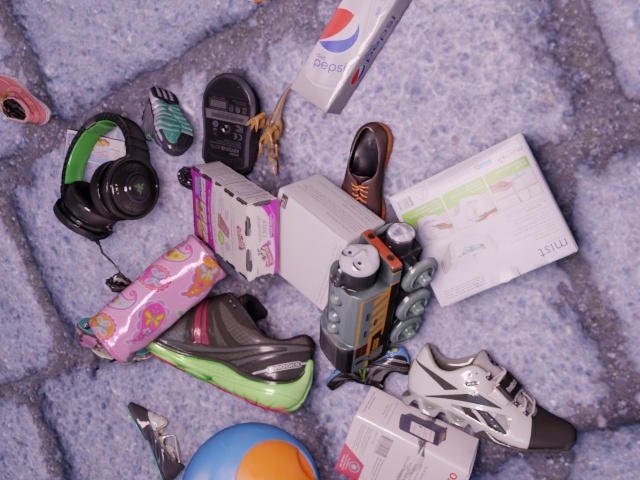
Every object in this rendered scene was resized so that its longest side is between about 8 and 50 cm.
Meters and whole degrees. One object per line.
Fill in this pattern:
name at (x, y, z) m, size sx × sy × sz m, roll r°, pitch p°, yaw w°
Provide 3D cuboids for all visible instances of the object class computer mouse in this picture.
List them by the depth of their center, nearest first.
computer mouse at (-0.192, -0.217, 1.433) m, size 0.188 × 0.072 × 0.272 m, roll 19°, pitch 115°, yaw 13°

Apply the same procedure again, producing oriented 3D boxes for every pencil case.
pencil case at (-0.323, 0.116, 1.368) m, size 0.284 × 0.124 × 0.124 m, roll -43°, pitch 82°, yaw -9°

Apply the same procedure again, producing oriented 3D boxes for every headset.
headset at (-0.431, -0.075, 1.456) m, size 0.243 × 0.185 × 0.394 m, roll -25°, pitch 65°, yaw 31°

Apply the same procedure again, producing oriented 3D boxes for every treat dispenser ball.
treat dispenser ball at (-0.142, 0.519, 1.399) m, size 0.288 × 0.288 × 0.288 m, roll 3°, pitch 98°, yaw 18°

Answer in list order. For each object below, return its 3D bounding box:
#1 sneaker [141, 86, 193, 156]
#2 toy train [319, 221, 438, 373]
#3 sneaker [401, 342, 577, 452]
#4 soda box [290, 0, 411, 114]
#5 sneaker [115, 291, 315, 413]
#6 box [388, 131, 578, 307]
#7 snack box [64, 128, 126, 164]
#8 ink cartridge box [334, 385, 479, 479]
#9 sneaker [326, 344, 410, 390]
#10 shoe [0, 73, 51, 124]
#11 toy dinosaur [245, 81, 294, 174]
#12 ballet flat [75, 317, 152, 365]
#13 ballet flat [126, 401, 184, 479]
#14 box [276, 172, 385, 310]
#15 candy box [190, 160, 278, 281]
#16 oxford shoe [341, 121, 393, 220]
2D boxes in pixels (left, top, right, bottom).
sneaker at (-0.325, -0.223, 1.431) m, size 0.098 × 0.083 × 0.224 m, roll -55°, pitch 37°, yaw 28°
toy train at (0.095, 0.108, 1.256) m, size 0.142 × 0.190 × 0.334 m, roll 50°, pitch 154°, yaw 31°
sneaker at (0.325, 0.289, 1.296) m, size 0.330 × 0.122 × 0.146 m, roll 16°, pitch 104°, yaw 15°
soda box at (0.064, -0.383, 1.304) m, size 0.091 × 0.098 × 0.286 m, roll 37°, pitch 108°, yaw 11°
sneaker at (-0.220, 0.199, 1.466) m, size 0.482 × 0.185 × 0.202 m, roll 21°, pitch 73°, yaw 19°
box at (0.297, -0.036, 1.258) m, size 0.262 × 0.127 × 0.231 m, roll -27°, pitch 89°, yaw 20°
snack box at (-0.498, -0.204, 1.556) m, size 0.178 × 0.022 × 0.064 m, roll 14°, pitch 102°, yaw 16°
ink cartridge box at (0.169, 0.425, 1.358) m, size 0.237 × 0.100 × 0.172 m, roll 24°, pitch 124°, yaw 14°
sneaker at (0.095, 0.273, 1.400) m, size 0.188 × 0.067 × 0.078 m, roll -22°, pitch 87°, yaw 18°
shoe at (-0.708, -0.326, 1.578) m, size 0.178 × 0.081 × 0.063 m, roll 37°, pitch 107°, yaw 10°
toy dinosaur at (-0.095, -0.237, 1.382) m, size 0.064 × 0.112 × 0.211 m, roll 22°, pitch 111°, yaw 16°
ballet flat at (-0.473, 0.246, 1.592) m, size 0.221 × 0.077 × 0.079 m, roll 16°, pitch 121°, yaw 21°
ballet flat at (-0.373, 0.453, 1.588) m, size 0.074 × 0.074 × 0.203 m, roll -33°, pitch 81°, yaw 20°
box at (0.000, 0.000, 1.318) m, size 0.182 × 0.119 × 0.181 m, roll 39°, pitch 133°, yaw 24°
candy box at (-0.170, -0.044, 1.346) m, size 0.233 × 0.071 × 0.159 m, roll 35°, pitch 131°, yaw 46°
oxford shoe at (0.075, -0.096, 1.338) m, size 0.097 × 0.098 × 0.271 m, roll 9°, pitch 100°, yaw 17°
